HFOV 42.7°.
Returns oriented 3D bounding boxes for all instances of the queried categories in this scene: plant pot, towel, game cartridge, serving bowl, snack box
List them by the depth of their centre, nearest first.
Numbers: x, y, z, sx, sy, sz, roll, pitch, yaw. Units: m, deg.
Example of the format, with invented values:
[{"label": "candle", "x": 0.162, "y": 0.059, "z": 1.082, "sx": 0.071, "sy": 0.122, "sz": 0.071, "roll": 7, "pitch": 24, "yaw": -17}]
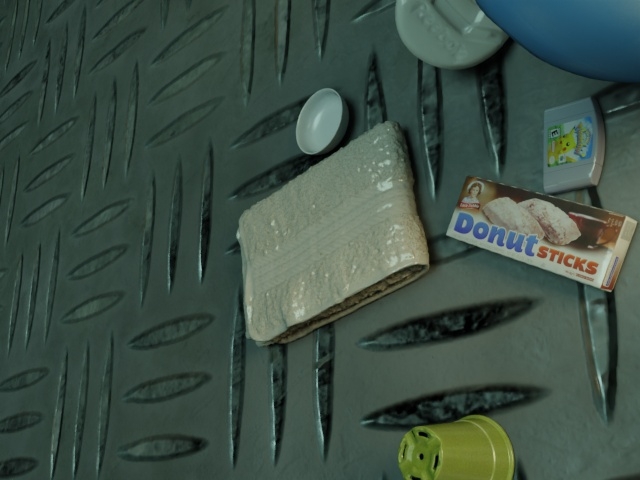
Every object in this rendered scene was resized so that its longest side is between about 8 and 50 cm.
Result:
[{"label": "plant pot", "x": 0.111, "y": 0.190, "z": 0.715, "sx": 0.083, "sy": 0.079, "sz": 0.083, "roll": -22, "pitch": 60, "yaw": 44}, {"label": "game cartridge", "x": 0.226, "y": -0.086, "z": 0.732, "sx": 0.056, "sy": 0.017, "sz": 0.083, "roll": -11, "pitch": 69, "yaw": 43}, {"label": "snack box", "x": 0.192, "y": -0.010, "z": 0.738, "sx": 0.178, "sy": 0.022, "sz": 0.064, "roll": 23, "pitch": 96, "yaw": 50}, {"label": "towel", "x": 0.000, "y": 0.000, "z": 0.938, "sx": 0.282, "sy": 0.049, "sz": 0.187, "roll": -32, "pitch": 55, "yaw": 39}, {"label": "serving bowl", "x": 0.007, "y": -0.141, "z": 0.996, "sx": 0.083, "sy": 0.027, "sz": 0.083, "roll": -21, "pitch": 61, "yaw": 43}]

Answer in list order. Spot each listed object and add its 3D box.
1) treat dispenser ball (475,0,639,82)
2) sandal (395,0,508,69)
[{"label": "treat dispenser ball", "x": 0.230, "y": -0.257, "z": 0.574, "sx": 0.288, "sy": 0.288, "sz": 0.288, "roll": -20, "pitch": 62, "yaw": 44}, {"label": "sandal", "x": 0.193, "y": -0.370, "z": 0.797, "sx": 0.416, "sy": 0.169, "sz": 0.102, "roll": -59, "pitch": 1, "yaw": 17}]
